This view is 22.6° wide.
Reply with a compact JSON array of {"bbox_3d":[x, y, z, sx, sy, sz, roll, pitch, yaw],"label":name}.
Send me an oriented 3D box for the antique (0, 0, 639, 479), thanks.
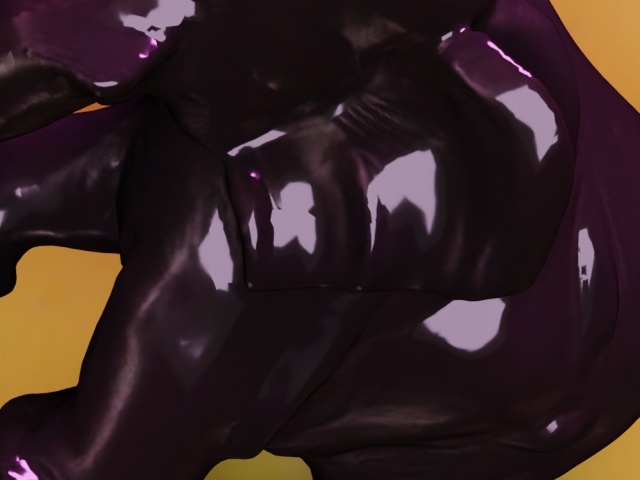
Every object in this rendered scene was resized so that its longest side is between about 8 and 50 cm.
[{"bbox_3d":[0.000,0.000,0.587,0.255,0.185,0.322,-36,130,19],"label":"antique"}]
